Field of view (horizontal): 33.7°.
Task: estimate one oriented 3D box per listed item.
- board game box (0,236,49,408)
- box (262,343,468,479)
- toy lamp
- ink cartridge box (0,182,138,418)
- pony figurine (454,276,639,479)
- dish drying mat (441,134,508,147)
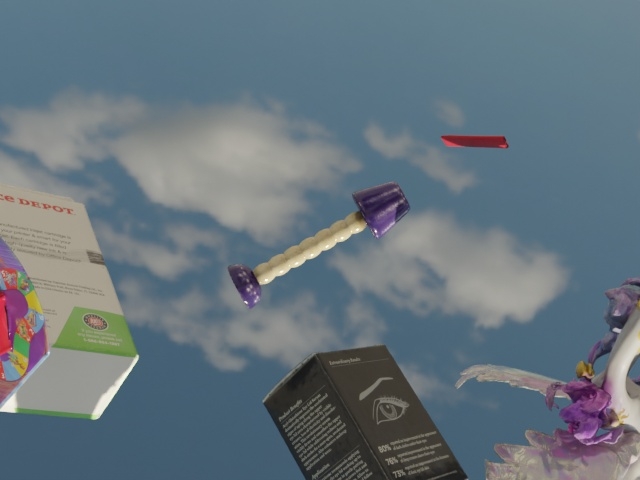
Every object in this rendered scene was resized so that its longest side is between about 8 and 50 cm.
[{"bbox_3d":[-0.268,0.060,0.768,0.133,0.168,0.033,52,-142,6],"label":"board game box"},{"bbox_3d":[0.054,0.240,1.272,0.153,0.108,0.207,2,-130,-52],"label":"box"},{"bbox_3d":[0.000,0.000,1.522,0.274,0.080,0.080,-28,-147,0],"label":"toy lamp"},{"bbox_3d":[-0.350,0.061,1.212,0.198,0.115,0.273,13,-147,-38],"label":"ink cartridge box"},{"bbox_3d":[0.388,0.223,1.389,0.350,0.364,0.303,18,-150,-9],"label":"pony figurine"},{"bbox_3d":[0.201,-0.130,1.372,0.083,0.008,0.032,5,165,24],"label":"dish drying mat"}]
